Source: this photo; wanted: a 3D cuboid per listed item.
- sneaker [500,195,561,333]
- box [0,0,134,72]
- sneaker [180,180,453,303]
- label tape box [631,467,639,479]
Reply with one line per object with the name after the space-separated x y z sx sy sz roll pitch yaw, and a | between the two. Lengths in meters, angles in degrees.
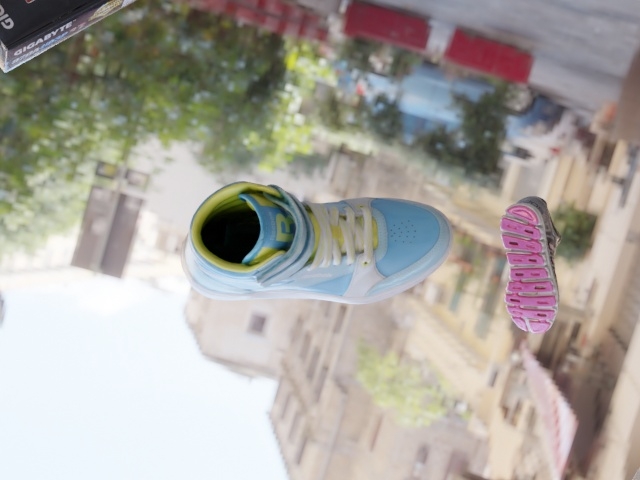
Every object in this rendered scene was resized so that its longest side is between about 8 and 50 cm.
0.244 0.023 1.560 0.063 0.170 0.075 2 -152 27 | sneaker
-0.272 -0.285 1.241 0.220 0.175 0.051 54 157 7 | box
0.000 0.000 1.526 0.318 0.127 0.208 -8 169 -4 | sneaker
0.323 0.309 1.075 0.249 0.348 0.115 35 178 -15 | label tape box
